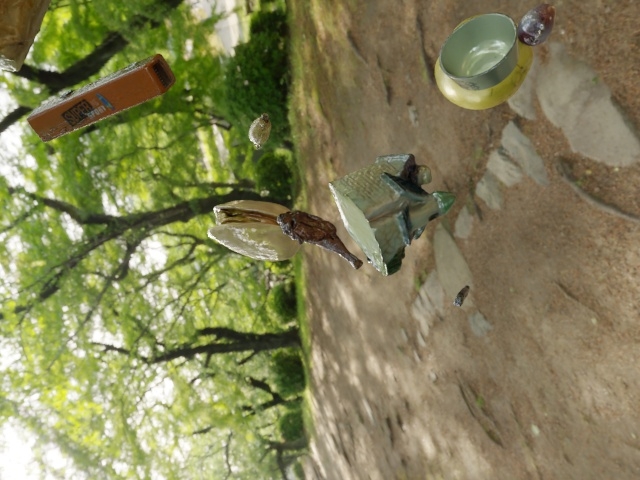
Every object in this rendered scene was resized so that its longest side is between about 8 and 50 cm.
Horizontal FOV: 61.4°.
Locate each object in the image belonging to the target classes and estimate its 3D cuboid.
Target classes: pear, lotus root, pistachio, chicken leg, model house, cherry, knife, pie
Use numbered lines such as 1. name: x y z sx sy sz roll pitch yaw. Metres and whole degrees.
1. pear: 0.596 -0.652 1.981 0.348 0.348 0.349 158 90 -78
2. lotus root: -0.212 -0.376 1.882 0.152 0.072 0.063 111 148 -48
3. pistachio: -0.198 -0.031 1.700 0.187 0.299 0.188 -168 90 -81
4. chicken leg: 0.000 -0.005 1.166 0.093 0.204 0.053 -80 11 -53
5. model house: 0.214 -0.098 1.519 0.298 0.284 0.243 53 172 53
6. cherry: 0.719 -0.715 1.753 0.115 0.148 0.188 61 -179 5
7. knife: 0.321 0.122 1.210 0.018 0.121 0.031 18 104 23
8. pie: -0.534 -0.426 0.927 0.068 0.128 0.283 -9 65 43

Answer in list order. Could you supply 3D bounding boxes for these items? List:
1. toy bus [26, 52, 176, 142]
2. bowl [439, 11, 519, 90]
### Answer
1. toy bus: -0.569 -0.365 1.395 0.092 0.408 0.093 -84 -28 -52
2. bowl: 0.430 -0.479 1.424 0.112 0.211 0.211 39 -168 -45
